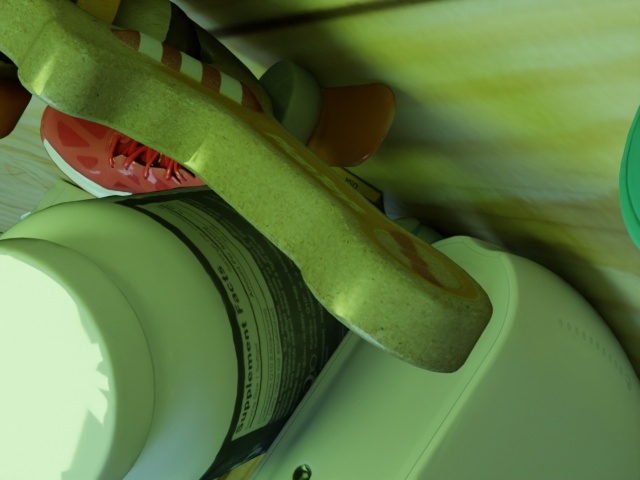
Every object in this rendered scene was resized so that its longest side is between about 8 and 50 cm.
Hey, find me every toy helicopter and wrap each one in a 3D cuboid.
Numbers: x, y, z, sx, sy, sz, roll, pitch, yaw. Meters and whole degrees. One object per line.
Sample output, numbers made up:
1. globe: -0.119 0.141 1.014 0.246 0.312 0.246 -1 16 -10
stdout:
1. toy helicopter: -0.042 -0.050 0.736 0.355 0.140 0.235 42 -165 33

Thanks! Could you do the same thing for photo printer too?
1. photo printer: 0.068 0.164 0.835 0.107 0.307 0.256 24 164 42

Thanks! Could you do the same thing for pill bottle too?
1. pill bottle: -0.092 0.054 0.790 0.162 0.162 0.278 33 -162 18

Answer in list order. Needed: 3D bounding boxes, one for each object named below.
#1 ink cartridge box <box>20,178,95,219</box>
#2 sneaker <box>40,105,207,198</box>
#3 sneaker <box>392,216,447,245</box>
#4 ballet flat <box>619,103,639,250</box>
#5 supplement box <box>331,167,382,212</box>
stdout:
1. ink cartridge box: -0.268 0.001 1.665 0.143 0.090 0.092 25 163 47
2. sneaker: -0.095 -0.066 1.022 0.221 0.087 0.128 23 158 5
3. sneaker: 0.056 0.056 0.983 0.086 0.085 0.237 53 170 13
4. ballet flat: 0.191 -0.022 0.288 0.139 0.139 0.400 38 167 -6
5. supplement box: 0.000 0.000 0.946 0.043 0.083 0.055 34 168 14
